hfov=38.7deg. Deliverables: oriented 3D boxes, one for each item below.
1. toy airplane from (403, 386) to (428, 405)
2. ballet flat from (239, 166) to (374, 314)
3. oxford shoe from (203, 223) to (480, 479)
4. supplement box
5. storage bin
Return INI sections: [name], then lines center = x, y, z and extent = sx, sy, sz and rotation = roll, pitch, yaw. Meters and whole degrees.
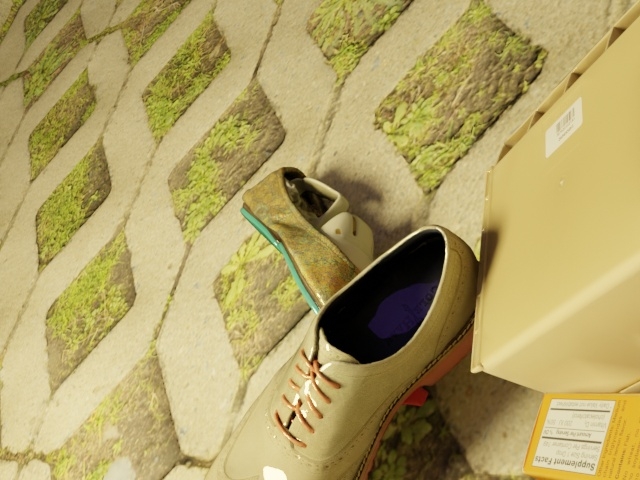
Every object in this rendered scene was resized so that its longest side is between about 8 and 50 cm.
[toy airplane]
center = 0.098, 0.114, 0.953
extent = 0.151, 0.028, 0.151
rotation = -41, 30, 30
[ballet flat]
center = 0.000, 0.000, 1.085
extent = 0.123, 0.123, 0.348
rotation = -48, 33, 5
[oxford shoe]
center = -0.002, 0.141, 0.842
extent = 0.140, 0.146, 0.397
rotation = 35, 83, 31
[supplement box]
center = 0.246, 0.155, 0.655
extent = 0.080, 0.078, 0.233
rotation = -68, 15, -14
[storage bin]
center = 0.246, -0.029, 0.746
extent = 0.262, 0.123, 0.260
rotation = 127, 158, -55
